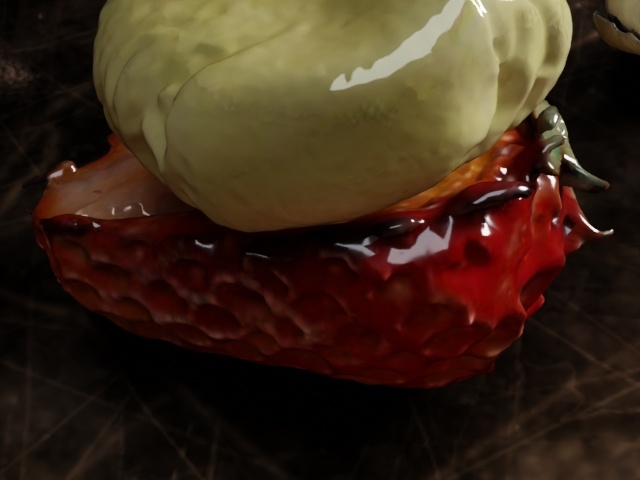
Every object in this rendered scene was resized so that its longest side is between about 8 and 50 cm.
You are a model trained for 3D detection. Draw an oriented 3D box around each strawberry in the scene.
[{"bbox_3d":[0.013,0.004,0.939,0.280,0.150,0.253,-28,33,-14],"label":"strawberry"}]

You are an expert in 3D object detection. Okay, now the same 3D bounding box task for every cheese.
[{"bbox_3d":[0.004,-0.094,0.860,0.226,0.117,0.214,-26,36,-5],"label":"cheese"}]

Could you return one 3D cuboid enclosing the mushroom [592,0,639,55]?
[{"bbox_3d":[0.239,-0.121,1.038,0.154,0.123,0.154,16,18,-5],"label":"mushroom"}]
